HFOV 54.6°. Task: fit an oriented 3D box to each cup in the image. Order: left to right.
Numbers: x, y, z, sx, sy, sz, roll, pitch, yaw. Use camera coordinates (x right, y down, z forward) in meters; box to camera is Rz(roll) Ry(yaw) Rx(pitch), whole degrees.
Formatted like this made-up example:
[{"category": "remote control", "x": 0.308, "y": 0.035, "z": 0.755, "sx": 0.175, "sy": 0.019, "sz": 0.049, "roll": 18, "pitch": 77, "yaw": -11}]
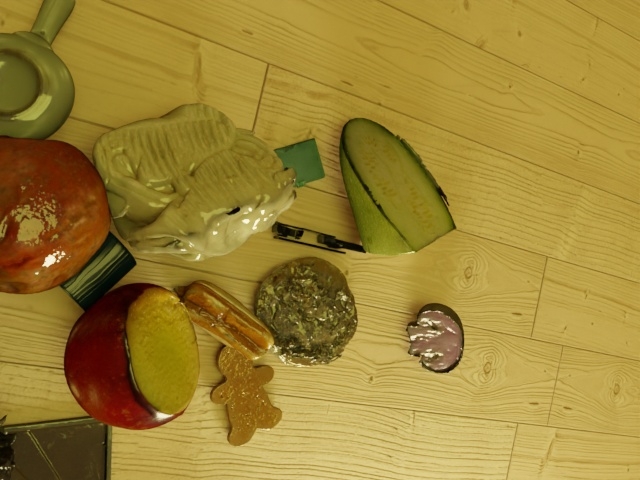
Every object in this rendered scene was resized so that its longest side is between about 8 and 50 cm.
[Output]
[{"category": "cup", "x": -0.460, "y": 0.040, "z": 1.222, "sx": 0.138, "sy": 0.113, "sz": 0.150, "roll": -45, "pitch": 112, "yaw": -19}]

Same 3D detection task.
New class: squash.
[{"category": "squash", "x": 0.167, "y": -0.146, "z": 1.474, "sx": 0.234, "sy": 0.210, "sz": 0.308, "roll": -25, "pitch": 108, "yaw": -41}]

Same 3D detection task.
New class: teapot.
[{"category": "teapot", "x": -0.528, "y": -0.313, "z": 1.146, "sx": 0.220, "sy": 0.149, "sz": 0.318, "roll": 47, "pitch": 75, "yaw": -10}]

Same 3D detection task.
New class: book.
[{"category": "book", "x": -0.060, "y": -0.175, "z": 1.462, "sx": 0.135, "sy": 0.017, "sz": 0.103, "roll": -20, "pitch": 99, "yaw": -25}]

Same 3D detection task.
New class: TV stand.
[{"category": "TV stand", "x": 0.000, "y": 0.000, "z": 1.490, "sx": 0.249, "sy": 0.036, "sz": 0.042, "roll": 13, "pitch": 86, "yaw": -27}]

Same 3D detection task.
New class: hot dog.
[{"category": "hot dog", "x": -0.211, "y": 0.166, "z": 1.361, "sx": 0.249, "sy": 0.076, "sz": 0.102, "roll": 36, "pitch": 104, "yaw": -10}]

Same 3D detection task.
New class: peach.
[{"category": "peach", "x": -0.370, "y": 0.218, "z": 1.203, "sx": 0.246, "sy": 0.248, "sz": 0.274, "roll": -8, "pitch": 102, "yaw": -5}]

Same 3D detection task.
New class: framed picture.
[{"category": "framed picture", "x": -0.535, "y": 0.507, "z": 1.264, "sx": 0.213, "sy": 0.016, "sz": 0.289, "roll": 0, "pitch": 93, "yaw": -26}]

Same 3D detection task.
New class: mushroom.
[{"category": "mushroom", "x": 0.309, "y": 0.246, "z": 1.617, "sx": 0.117, "sy": 0.141, "sz": 0.188, "roll": -32, "pitch": 121, "yaw": -56}]

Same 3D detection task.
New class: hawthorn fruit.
[{"category": "hawthorn fruit", "x": -0.508, "y": -0.023, "z": 1.041, "sx": 0.277, "sy": 0.277, "sz": 0.298, "roll": 45, "pitch": 39, "yaw": -21}]

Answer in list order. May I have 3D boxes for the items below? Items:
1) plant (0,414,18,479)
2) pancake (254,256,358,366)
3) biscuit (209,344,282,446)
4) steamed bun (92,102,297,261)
[{"category": "plant", "x": -0.635, "y": 0.406, "z": 1.138, "sx": 0.143, "sy": 0.131, "sz": 0.203, "roll": 8, "pitch": 102, "yaw": -11}, {"category": "pancake", "x": -0.033, "y": 0.173, "z": 1.476, "sx": 0.283, "sy": 0.049, "sz": 0.282, "roll": -2, "pitch": 94, "yaw": -27}, {"category": "biscuit", "x": -0.177, "y": 0.342, "z": 1.422, "sx": 0.158, "sy": 0.035, "sz": 0.240, "roll": -19, "pitch": 101, "yaw": -27}, {"category": "steamed bun", "x": -0.250, "y": -0.083, "z": 1.252, "sx": 0.394, "sy": 0.237, "sz": 0.346, "roll": 12, "pitch": 57, "yaw": -3}]
